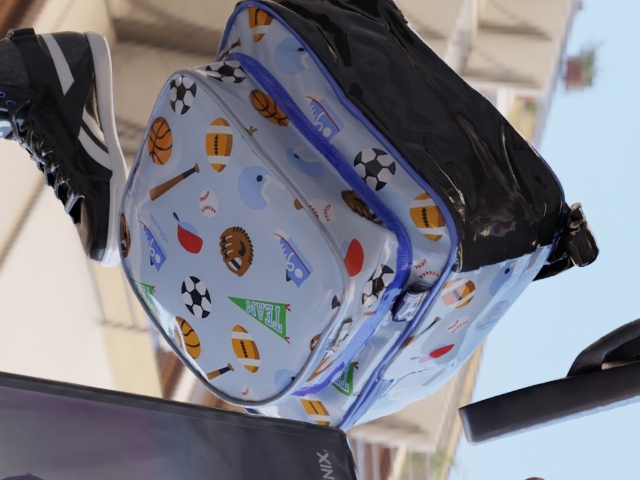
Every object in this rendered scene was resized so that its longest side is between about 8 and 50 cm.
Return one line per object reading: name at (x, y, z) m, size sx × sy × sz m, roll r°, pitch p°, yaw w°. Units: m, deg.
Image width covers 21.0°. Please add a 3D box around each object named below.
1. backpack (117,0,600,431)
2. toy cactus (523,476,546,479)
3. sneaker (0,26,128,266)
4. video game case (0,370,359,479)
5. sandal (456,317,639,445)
backpack at (0.000, 0.000, 1.101) m, size 0.213 × 0.263 × 0.276 m, roll -18°, pitch -123°, yaw -31°
toy cactus at (0.105, 0.219, 0.886) m, size 0.112 × 0.180 × 0.219 m, roll 32°, pitch -163°, yaw 18°
sneaker at (-0.230, -0.075, 1.425) m, size 0.121 × 0.079 × 0.217 m, roll 0°, pitch -117°, yaw -21°
video game case at (-0.093, 0.117, 0.498) m, size 0.274 × 0.026 × 0.196 m, roll 13°, pitch -140°, yaw -29°
sandal at (0.190, 0.067, 1.025) m, size 0.254 × 0.097 × 0.054 m, roll -20°, pitch -101°, yaw 28°
